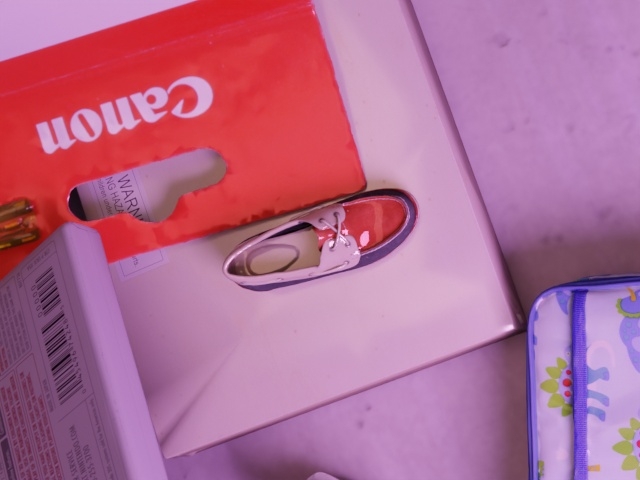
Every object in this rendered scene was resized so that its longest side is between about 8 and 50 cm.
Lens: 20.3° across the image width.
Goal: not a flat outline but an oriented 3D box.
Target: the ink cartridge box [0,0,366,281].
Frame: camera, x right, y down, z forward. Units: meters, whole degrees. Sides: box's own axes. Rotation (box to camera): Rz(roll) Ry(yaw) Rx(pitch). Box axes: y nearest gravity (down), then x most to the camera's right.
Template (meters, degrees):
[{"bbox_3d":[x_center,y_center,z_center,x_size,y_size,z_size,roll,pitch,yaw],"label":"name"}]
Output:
[{"bbox_3d":[-0.171,-0.169,1.181,0.308,0.091,0.385,-16,98,13],"label":"ink cartridge box"}]

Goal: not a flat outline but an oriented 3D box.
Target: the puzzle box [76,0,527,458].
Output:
[{"bbox_3d":[-0.046,-0.081,1.266,0.272,0.052,0.409,-21,80,17],"label":"puzzle box"}]

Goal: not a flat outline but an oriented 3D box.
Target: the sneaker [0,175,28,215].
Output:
[{"bbox_3d":[-0.331,-0.030,1.338,0.295,0.109,0.123,-19,79,7],"label":"sneaker"}]

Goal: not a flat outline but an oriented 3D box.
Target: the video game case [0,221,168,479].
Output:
[{"bbox_3d":[-0.215,0.201,1.200,0.300,0.036,0.329,-39,54,28],"label":"video game case"}]

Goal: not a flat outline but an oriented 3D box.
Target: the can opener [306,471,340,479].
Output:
[{"bbox_3d":[0.088,0.241,1.176,0.283,0.095,0.076,25,95,19],"label":"can opener"}]

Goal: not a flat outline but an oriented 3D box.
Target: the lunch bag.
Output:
[{"bbox_3d":[0.217,0.130,1.146,0.176,0.090,0.219,0,85,21],"label":"lunch bag"}]

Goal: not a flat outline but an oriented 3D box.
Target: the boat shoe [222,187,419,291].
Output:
[{"bbox_3d":[0.000,0.000,1.195,0.137,0.043,0.049,-19,81,15],"label":"boat shoe"}]
